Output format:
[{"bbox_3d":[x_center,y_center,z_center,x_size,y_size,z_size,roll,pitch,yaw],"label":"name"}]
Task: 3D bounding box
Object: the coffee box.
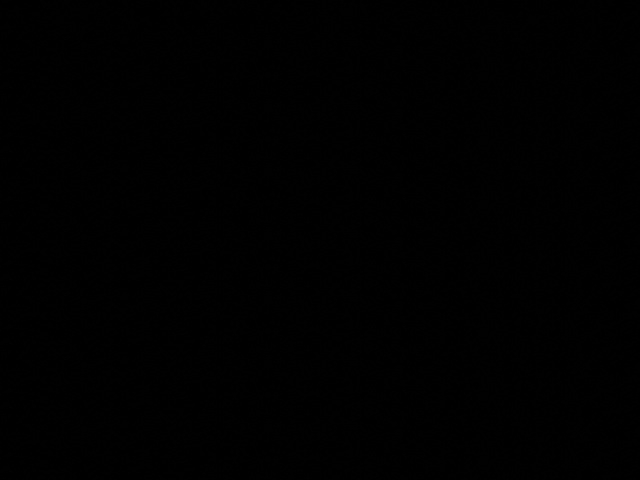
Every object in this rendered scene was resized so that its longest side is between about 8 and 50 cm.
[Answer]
[{"bbox_3d":[0.020,0.037,0.155,0.338,0.334,0.338,-13,80,-17],"label":"coffee box"}]
